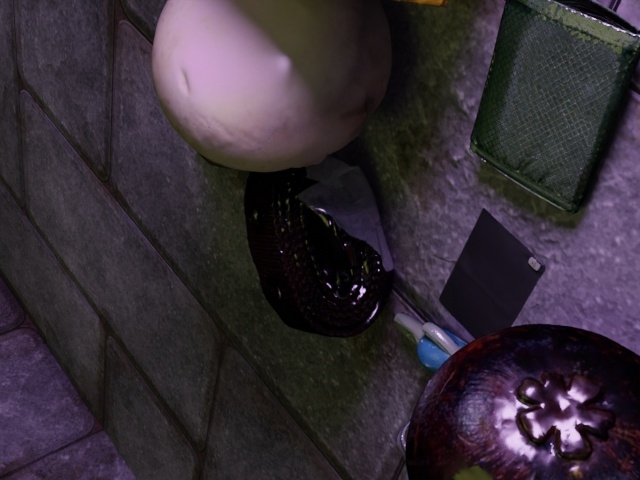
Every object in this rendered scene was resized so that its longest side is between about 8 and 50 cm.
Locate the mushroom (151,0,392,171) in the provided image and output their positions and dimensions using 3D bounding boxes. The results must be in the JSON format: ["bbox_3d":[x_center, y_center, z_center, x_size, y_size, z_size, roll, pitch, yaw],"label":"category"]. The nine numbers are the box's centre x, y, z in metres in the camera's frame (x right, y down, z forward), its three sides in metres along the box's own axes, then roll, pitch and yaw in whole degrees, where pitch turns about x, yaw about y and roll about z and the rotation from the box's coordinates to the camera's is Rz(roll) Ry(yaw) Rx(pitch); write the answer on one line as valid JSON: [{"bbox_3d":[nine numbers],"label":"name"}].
[{"bbox_3d":[-0.083,-0.253,1.175,0.356,0.315,0.315,31,133,51],"label":"mushroom"}]

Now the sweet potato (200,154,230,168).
[{"bbox_3d":[-0.188,-0.162,1.577,0.226,0.068,0.068,7,115,54],"label":"sweet potato"}]

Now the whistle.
[{"bbox_3d":[0.184,0.169,1.236,0.235,0.077,0.114,33,158,44],"label":"whistle"}]

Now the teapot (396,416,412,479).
[{"bbox_3d":[0.211,0.385,1.280,0.294,0.129,0.193,59,146,17],"label":"teapot"}]

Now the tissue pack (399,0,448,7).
[{"bbox_3d":[0.047,-0.460,0.842,0.293,0.228,0.382,45,127,36],"label":"tissue pack"}]

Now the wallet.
[{"bbox_3d":[0.253,-0.156,0.965,0.160,0.055,0.236,41,145,30],"label":"wallet"}]

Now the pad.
[{"bbox_3d":[0.224,0.059,1.178,0.116,0.004,0.193,49,143,27],"label":"pad"}]

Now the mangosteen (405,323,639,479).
[{"bbox_3d":[0.254,0.250,0.985,0.330,0.330,0.330,32,133,42],"label":"mangosteen"}]

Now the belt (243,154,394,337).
[{"bbox_3d":[0.000,0.000,1.291,0.164,0.184,0.289,7,116,63],"label":"belt"}]
